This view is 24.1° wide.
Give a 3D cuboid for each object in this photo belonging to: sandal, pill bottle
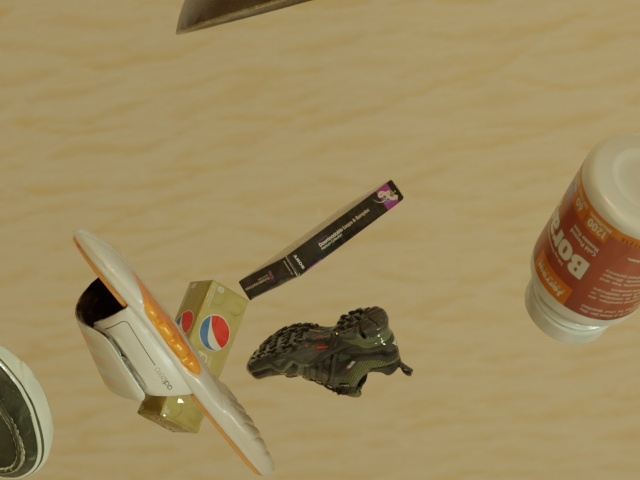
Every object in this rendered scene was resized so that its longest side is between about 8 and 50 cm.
[{"bbox_3d":[-0.135,0.110,1.224,0.265,0.076,0.102,54,-2,-17],"label":"sandal"},{"bbox_3d":[0.274,0.006,1.440,0.216,0.121,0.121,111,-14,-52],"label":"pill bottle"}]

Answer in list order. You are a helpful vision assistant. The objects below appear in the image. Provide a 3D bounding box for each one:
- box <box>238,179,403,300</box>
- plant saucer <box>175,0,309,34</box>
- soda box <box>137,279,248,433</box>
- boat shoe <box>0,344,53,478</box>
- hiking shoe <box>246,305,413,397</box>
[{"bbox_3d":[0.000,0.000,1.576,0.162,0.116,0.029,-38,95,-32],"label":"box"},{"bbox_3d":[0.039,-0.211,1.082,0.310,0.310,0.050,-42,119,-75],"label":"plant saucer"},{"bbox_3d":[-0.155,0.142,1.834,0.061,0.058,0.181,32,67,-30],"label":"soda box"},{"bbox_3d":[-0.238,0.078,0.901,0.219,0.077,0.070,57,17,-31],"label":"boat shoe"},{"bbox_3d":[0.006,0.167,1.971,0.114,0.226,0.086,62,34,-18],"label":"hiking shoe"}]
